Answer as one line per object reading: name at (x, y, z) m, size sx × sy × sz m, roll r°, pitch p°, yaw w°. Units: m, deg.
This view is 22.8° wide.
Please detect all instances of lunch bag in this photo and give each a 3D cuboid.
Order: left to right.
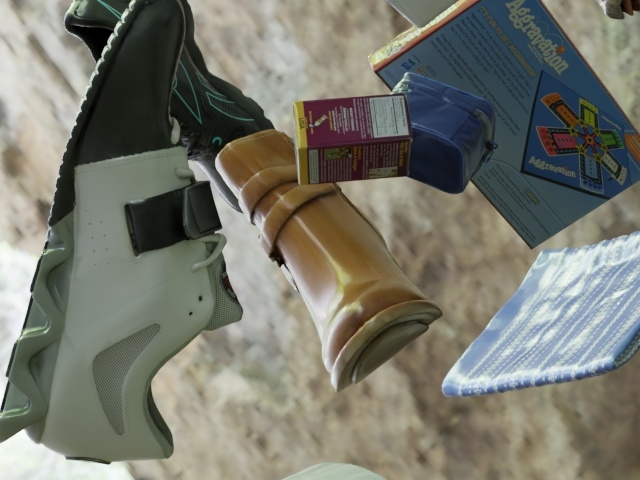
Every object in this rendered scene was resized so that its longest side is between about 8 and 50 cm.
lunch bag at (0.095, -0.088, 1.264) m, size 0.098 × 0.065 × 0.067 m, roll 23°, pitch -33°, yaw 19°

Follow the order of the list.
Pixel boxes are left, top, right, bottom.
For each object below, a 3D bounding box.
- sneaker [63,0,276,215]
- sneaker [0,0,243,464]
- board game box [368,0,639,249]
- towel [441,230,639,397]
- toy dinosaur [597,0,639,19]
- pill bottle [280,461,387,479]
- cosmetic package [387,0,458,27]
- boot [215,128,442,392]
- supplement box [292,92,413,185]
sneaker at (-0.135, -0.123, 1.436) m, size 0.101 × 0.106 × 0.267 m, roll -25°, pitch -77°, yaw 47°
sneaker at (-0.115, -0.005, 1.088) m, size 0.146 × 0.330 × 0.122 m, roll 14°, pitch 9°, yaw -3°
board game box at (0.175, -0.110, 1.382) m, size 0.281 × 0.145 × 0.027 m, roll 44°, pitch 19°, yaw -41°
towel at (0.281, 0.070, 1.728) m, size 0.040 × 0.243 × 0.336 m, roll 48°, pitch -26°, yaw -11°
toy dinosaur at (0.202, -0.341, 1.496) m, size 0.127 × 0.200 × 0.295 m, roll -139°, pitch -147°, yaw -76°
pill bottle at (-0.076, 0.198, 0.614) m, size 0.162 × 0.278 × 0.162 m, roll 26°, pitch -53°, yaw 42°
cosmetic package at (0.080, -0.244, 0.853) m, size 0.151 × 0.151 × 0.184 m, roll 40°, pitch -38°, yaw -15°
boot at (0.000, 0.000, 1.295) m, size 0.220 × 0.109 × 0.283 m, roll 53°, pitch 11°, yaw 3°
supplement box at (0.023, -0.073, 1.151) m, size 0.055 × 0.083 × 0.043 m, roll 90°, pitch -5°, yaw -61°
